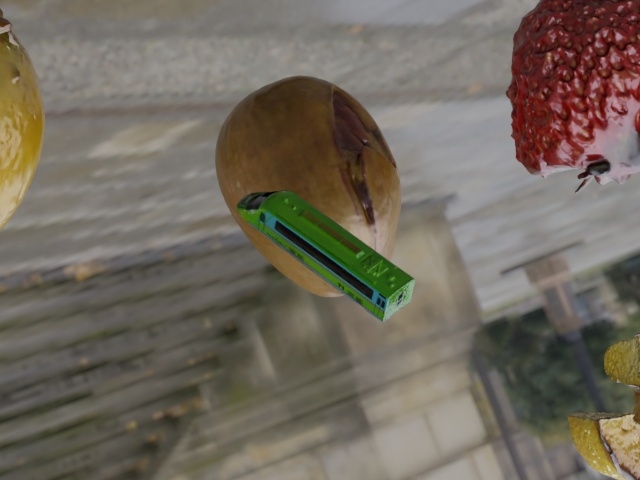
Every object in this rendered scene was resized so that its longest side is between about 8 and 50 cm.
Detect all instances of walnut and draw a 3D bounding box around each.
[{"bbox_3d":[-0.006,-0.052,1.764,0.203,0.298,0.203,-17,154,-9],"label":"walnut"}]

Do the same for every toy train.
[{"bbox_3d":[0.000,0.000,1.522,0.044,0.209,0.042,-34,149,-38],"label":"toy train"}]

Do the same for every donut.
[{"bbox_3d":[0.355,0.201,1.743,0.078,0.146,0.181,-13,-144,46],"label":"donut"}]

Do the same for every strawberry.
[{"bbox_3d":[0.341,-0.199,1.804,0.261,0.258,0.261,-11,-164,3],"label":"strawberry"}]

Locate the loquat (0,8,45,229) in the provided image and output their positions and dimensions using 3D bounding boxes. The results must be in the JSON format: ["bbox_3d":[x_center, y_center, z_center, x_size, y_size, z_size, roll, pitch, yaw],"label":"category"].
[{"bbox_3d":[-0.355,-0.100,1.265,0.275,0.275,0.275,-21,174,-2],"label":"loquat"}]
